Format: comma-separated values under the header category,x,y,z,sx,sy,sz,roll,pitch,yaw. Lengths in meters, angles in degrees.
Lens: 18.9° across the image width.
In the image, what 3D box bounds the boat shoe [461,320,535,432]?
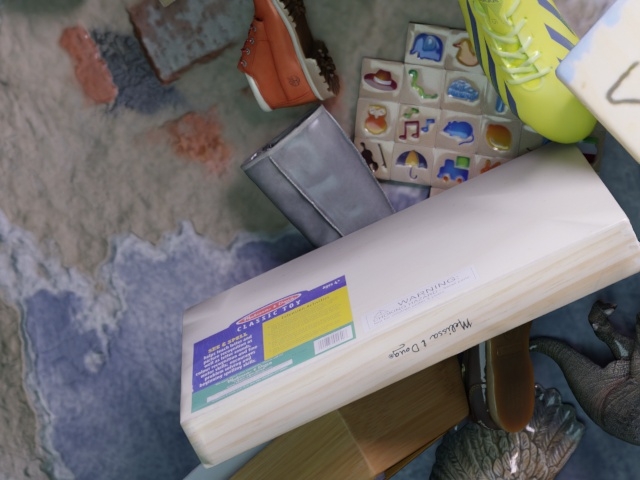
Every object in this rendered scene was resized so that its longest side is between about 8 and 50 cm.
category,x,y,z,sx,sy,sz,roll,pitch,yaw
boat shoe,0.164,0.079,1.845,0.073,0.073,0.207,1,96,-35

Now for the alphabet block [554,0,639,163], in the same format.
category,x,y,z,sx,sy,sz,roll,pitch,yaw
alphabet block,0.353,-0.140,1.643,0.197,0.193,0.192,49,115,16

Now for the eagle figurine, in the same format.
category,x,y,z,sx,sy,sz,roll,pitch,yaw
eagle figurine,0.197,0.320,1.891,0.226,0.225,0.298,13,124,16

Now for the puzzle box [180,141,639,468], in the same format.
category,x,y,z,sx,sy,sz,roll,pitch,yaw
puzzle box,0.067,0.045,1.696,0.409,0.272,0.052,-25,108,5

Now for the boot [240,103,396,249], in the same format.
category,x,y,z,sx,sy,sz,roll,pitch,yaw
boot,-0.001,0.000,1.851,0.189,0.076,0.208,-43,108,10

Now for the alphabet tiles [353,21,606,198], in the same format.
category,x,y,z,sx,sy,sz,roll,pitch,yaw
alphabet tiles,0.150,-0.101,1.826,0.237,0.009,0.198,9,112,7

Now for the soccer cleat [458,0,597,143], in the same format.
category,x,y,z,sx,sy,sz,roll,pitch,yaw
soccer cleat,0.163,-0.209,1.714,0.093,0.121,0.289,-23,101,15

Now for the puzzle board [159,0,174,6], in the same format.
category,x,y,z,sx,sy,sz,roll,pitch,yaw
puzzle board,-0.125,-0.292,1.801,0.128,0.011,0.096,-33,101,19

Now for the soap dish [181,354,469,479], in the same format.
category,x,y,z,sx,sy,sz,roll,pitch,yaw
soap dish,-0.008,0.212,1.830,0.291,0.229,0.118,-43,79,32

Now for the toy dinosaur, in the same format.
category,x,y,z,sx,sy,sz,roll,pitch,yaw
toy dinosaur,0.330,0.140,1.827,0.313,0.121,0.160,-3,102,8

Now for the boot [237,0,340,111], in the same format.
category,x,y,z,sx,sy,sz,roll,pitch,yaw
boot,-0.051,-0.194,1.802,0.084,0.059,0.158,-17,108,21
